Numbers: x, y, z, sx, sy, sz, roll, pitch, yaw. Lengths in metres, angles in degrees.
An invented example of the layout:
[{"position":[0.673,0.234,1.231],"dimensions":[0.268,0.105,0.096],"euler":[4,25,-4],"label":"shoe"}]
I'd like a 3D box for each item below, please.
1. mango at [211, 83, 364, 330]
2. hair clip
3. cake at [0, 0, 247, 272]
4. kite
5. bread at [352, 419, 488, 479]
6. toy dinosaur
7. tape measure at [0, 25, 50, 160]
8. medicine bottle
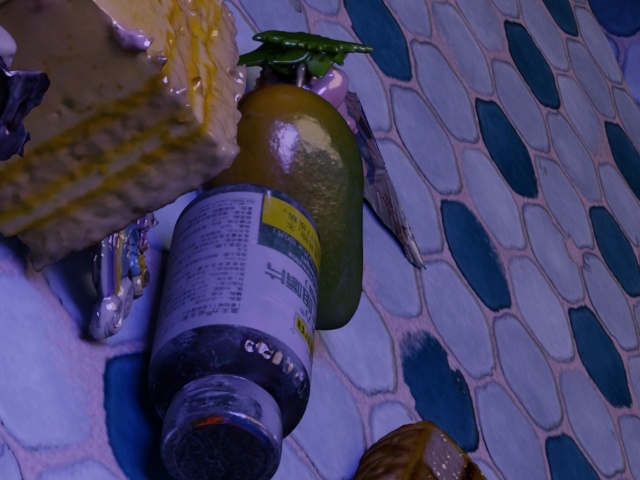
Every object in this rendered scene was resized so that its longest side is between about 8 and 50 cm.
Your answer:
[{"position":[-0.029,-0.032,1.943],"dimensions":[0.156,0.114,0.251],"euler":[-9,94,-34],"label":"mango"},{"position":[-0.178,0.005,1.680],"dimensions":[0.172,0.049,0.116],"euler":[-78,159,-66],"label":"hair clip"},{"position":[-0.226,-0.167,1.564],"dimensions":[0.286,0.227,0.222],"euler":[49,22,-33],"label":"cake"},{"position":[0.030,-0.083,2.274],"dimensions":[0.335,0.011,0.314],"euler":[47,28,-30],"label":"kite"},{"position":[0.103,0.289,1.919],"dimensions":[0.181,0.096,0.222],"euler":[55,25,-10],"label":"bread"},{"position":[-0.027,-0.136,2.113],"dimensions":[0.194,0.152,0.177],"euler":[-7,107,-54],"label":"toy dinosaur"},{"position":[-0.342,-0.155,1.298],"dimensions":[0.271,0.133,0.231],"euler":[38,16,17],"label":"tape measure"},{"position":[-0.076,0.087,1.706],"dimensions":[0.141,0.141,0.293],"euler":[49,27,-29],"label":"medicine bottle"}]
